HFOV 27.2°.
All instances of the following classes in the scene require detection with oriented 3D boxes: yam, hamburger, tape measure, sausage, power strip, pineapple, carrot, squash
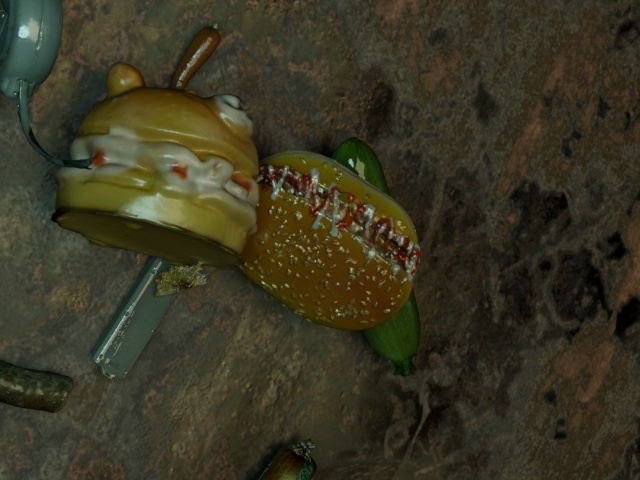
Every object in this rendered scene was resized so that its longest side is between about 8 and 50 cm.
[{"bbox_3d":[-0.464,0.176,1.760,0.274,0.061,0.061,19,87,-29],"label":"yam"},{"bbox_3d":[0.000,0.000,1.892,0.295,0.151,0.227,31,113,-5],"label":"hamburger"},{"bbox_3d":[-0.348,-0.210,1.602,0.084,0.330,0.164,0,125,-28],"label":"tape measure"},{"bbox_3d":[-0.204,-0.098,1.765,0.276,0.276,0.236,20,74,-30],"label":"hamburger"},{"bbox_3d":[-0.119,0.453,1.987,0.082,0.082,0.371,45,74,-27],"label":"sausage"},{"bbox_3d":[-0.243,0.084,1.891,0.060,0.027,0.252,37,78,-27],"label":"power strip"},{"bbox_3d":[-0.201,0.052,1.883,0.083,0.019,0.045,-12,105,-25],"label":"pineapple"},{"bbox_3d":[-0.183,-0.250,1.880,0.035,0.035,0.142,33,87,-29],"label":"carrot"},{"bbox_3d":[0.079,0.029,2.022,0.107,0.107,0.395,-25,110,-25],"label":"squash"}]
